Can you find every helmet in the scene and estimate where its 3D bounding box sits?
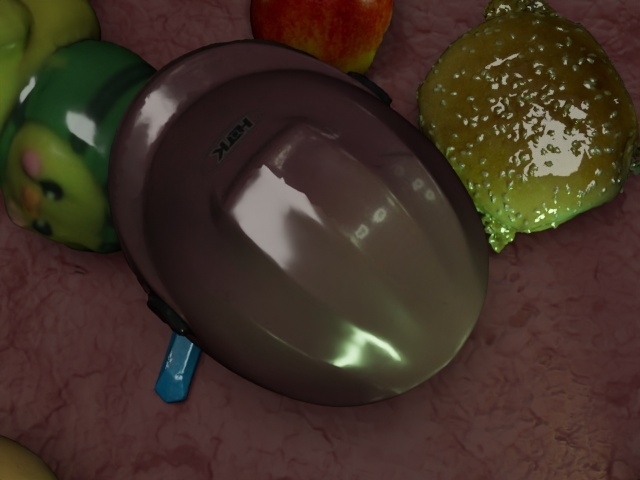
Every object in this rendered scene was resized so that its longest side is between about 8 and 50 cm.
[{"bbox_3d":[0.000,0.000,1.285,0.271,0.197,0.338,-46,120,-9],"label":"helmet"}]

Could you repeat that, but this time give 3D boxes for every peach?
[{"bbox_3d":[-0.001,-0.209,1.417,0.151,0.118,0.151,-2,82,18],"label":"peach"}]

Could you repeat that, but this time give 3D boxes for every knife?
[{"bbox_3d":[-0.096,0.006,1.436,0.044,0.026,0.296,18,85,9],"label":"knife"}]

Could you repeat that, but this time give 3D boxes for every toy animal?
[{"bbox_3d":[-0.257,-0.136,1.386,0.338,0.216,0.191,36,58,5],"label":"toy animal"}]

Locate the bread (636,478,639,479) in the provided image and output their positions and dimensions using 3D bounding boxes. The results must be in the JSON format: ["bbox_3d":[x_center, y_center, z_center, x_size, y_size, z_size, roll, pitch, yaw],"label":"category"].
[{"bbox_3d":[0.357,0.356,1.244,0.315,0.248,0.279,21,81,10],"label":"bread"}]

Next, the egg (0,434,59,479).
[{"bbox_3d":[-0.304,0.254,1.308,0.201,0.244,0.201,11,65,-25],"label":"egg"}]

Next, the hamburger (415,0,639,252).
[{"bbox_3d":[0.181,-0.114,1.390,0.189,0.122,0.215,-24,78,1],"label":"hamburger"}]
